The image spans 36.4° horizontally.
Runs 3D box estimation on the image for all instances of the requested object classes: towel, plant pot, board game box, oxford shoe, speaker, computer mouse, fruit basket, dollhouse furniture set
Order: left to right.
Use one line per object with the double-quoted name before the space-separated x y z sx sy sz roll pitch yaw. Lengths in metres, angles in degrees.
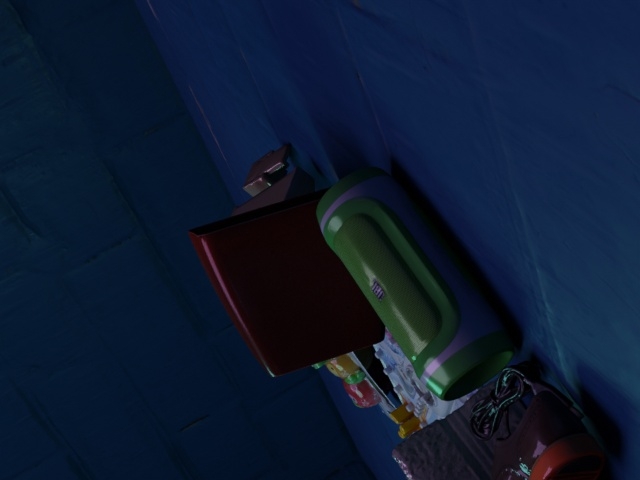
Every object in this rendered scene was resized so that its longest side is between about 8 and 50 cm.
"plant pot" -0.036 0.060 1.491 0.267 0.267 0.235 -166 59 -79
"dollhouse furniture set" 0.000 0.000 1.859 0.303 0.286 0.198 38 137 -24
"fruit basket" 0.063 0.290 2.224 0.353 0.165 0.327 58 172 -5
"speaker" 0.114 0.050 1.221 0.296 0.131 0.131 56 171 25
"board game box" 0.171 0.248 1.650 0.390 0.050 0.390 63 164 -21
"towel" 0.237 0.337 1.260 0.282 0.187 0.049 55 174 27
"oxford shoe" 0.239 0.276 1.111 0.271 0.097 0.098 107 150 -43
"computer mouse" 0.293 0.257 1.143 0.262 0.060 0.184 50 148 27
